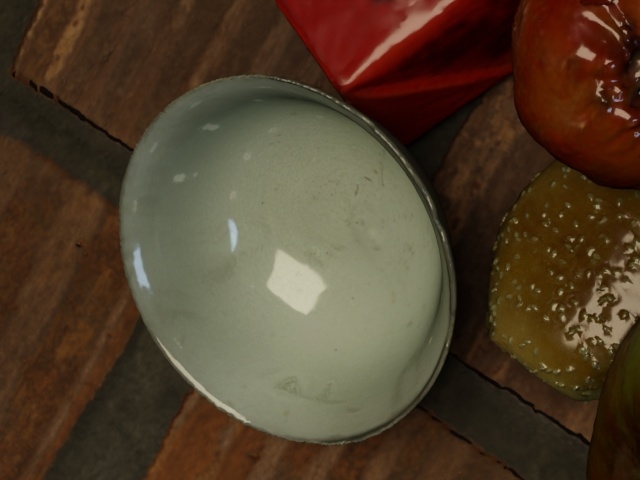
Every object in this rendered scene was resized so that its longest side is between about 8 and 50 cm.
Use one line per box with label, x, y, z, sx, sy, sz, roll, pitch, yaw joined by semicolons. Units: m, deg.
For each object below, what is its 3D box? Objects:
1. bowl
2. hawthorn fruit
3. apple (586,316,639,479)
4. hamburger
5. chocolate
bowl;0.000;0.000;1.306;0.313;0.146;0.313;12;114;28
hawthorn fruit;0.267;-0.159;1.174;0.211;0.299;0.211;15;125;22
apple;0.361;0.182;1.037;0.333;0.400;0.400;1;86;-8
hamburger;0.232;0.018;1.240;0.189;0.122;0.215;33;95;25
chocolate;0.082;-0.311;1.303;0.341;0.161;0.360;-36;74;15
